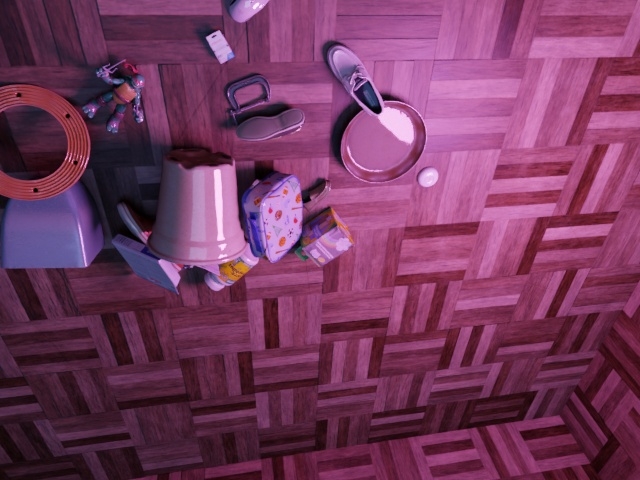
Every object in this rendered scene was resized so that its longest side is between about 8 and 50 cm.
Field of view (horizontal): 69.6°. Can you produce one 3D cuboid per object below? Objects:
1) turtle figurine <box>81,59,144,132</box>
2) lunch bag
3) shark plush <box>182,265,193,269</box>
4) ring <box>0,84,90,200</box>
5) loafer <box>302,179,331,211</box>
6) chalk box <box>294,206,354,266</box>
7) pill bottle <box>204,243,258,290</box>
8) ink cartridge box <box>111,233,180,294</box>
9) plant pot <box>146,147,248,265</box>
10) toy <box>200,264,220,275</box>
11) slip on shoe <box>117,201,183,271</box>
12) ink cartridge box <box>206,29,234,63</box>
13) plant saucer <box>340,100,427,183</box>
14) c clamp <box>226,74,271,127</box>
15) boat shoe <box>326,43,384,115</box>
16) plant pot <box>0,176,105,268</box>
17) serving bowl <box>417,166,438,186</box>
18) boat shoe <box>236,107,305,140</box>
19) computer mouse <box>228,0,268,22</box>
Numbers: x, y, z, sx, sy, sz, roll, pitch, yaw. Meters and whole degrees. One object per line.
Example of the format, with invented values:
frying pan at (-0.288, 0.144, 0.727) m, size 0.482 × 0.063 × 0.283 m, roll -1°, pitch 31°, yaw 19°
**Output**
turtle figurine at (-0.583, -0.423, 1.353) m, size 0.234 × 0.118 × 0.175 m, roll -29°, pitch 113°, yaw 29°
lunch bag at (-0.169, -0.085, 1.621) m, size 0.115 × 0.243 × 0.303 m, roll 19°, pitch 134°, yaw 28°
shark plush at (-0.505, 0.084, 1.781) m, size 0.161 × 0.067 × 0.073 m, roll -17°, pitch 128°, yaw 1°
ring at (-0.858, -0.285, 1.354) m, size 0.337 × 0.032 × 0.336 m, roll -1°, pitch 93°, yaw -13°
loafer at (-0.016, -0.168, 1.703) m, size 0.050 × 0.056 × 0.148 m, roll 23°, pitch 119°, yaw -33°
chalk box at (0.000, 0.000, 1.788) m, size 0.213 × 0.132 × 0.132 m, roll -32°, pitch 127°, yaw 14°
pill bottle at (-0.352, 0.102, 1.797) m, size 0.208 × 0.117 × 0.117 m, roll -39°, pitch 125°, yaw 17°
ink cartridge box at (-0.625, 0.088, 1.686) m, size 0.223 × 0.045 × 0.224 m, roll 20°, pitch 148°, yaw 18°
plant pot at (-0.399, -0.128, 1.512) m, size 0.334 × 0.334 × 0.305 m, roll 1°, pitch 115°, yaw -13°
toy at (-0.420, 0.023, 1.652) m, size 0.137 × 0.237 × 0.056 m, roll 27°, pitch 105°, yaw -28°
slip on shoe at (-0.602, -0.022, 1.668) m, size 0.101 × 0.123 × 0.331 m, roll -48°, pitch 122°, yaw -16°
ink cartridge box at (-0.295, -0.572, 1.356) m, size 0.048 × 0.028 × 0.083 m, roll -25°, pitch 128°, yaw 7°
plant saucer at (0.220, -0.348, 1.624) m, size 0.311 × 0.050 × 0.310 m, roll -5°, pitch 128°, yaw -7°
c clamp at (-0.226, -0.449, 1.472) m, size 0.161 × 0.022 × 0.137 m, roll -24°, pitch 123°, yaw 8°
boat shoe at (0.118, -0.500, 1.438) m, size 0.095 × 0.084 × 0.258 m, roll -41°, pitch 110°, yaw 13°
plant pot at (-0.862, -0.069, 1.488) m, size 0.247 × 0.248 × 0.252 m, roll 1°, pitch 108°, yaw -12°
serving bowl at (0.413, -0.238, 1.760) m, size 0.083 × 0.027 × 0.083 m, roll -6°, pitch 128°, yaw -7°
boat shoe at (-0.160, -0.368, 1.508) m, size 0.228 × 0.081 × 0.068 m, roll -14°, pitch 173°, yaw 0°
computer mouse at (-0.175, -0.685, 1.288) m, size 0.193 × 0.042 × 0.106 m, roll -38°, pitch 126°, yaw 16°
